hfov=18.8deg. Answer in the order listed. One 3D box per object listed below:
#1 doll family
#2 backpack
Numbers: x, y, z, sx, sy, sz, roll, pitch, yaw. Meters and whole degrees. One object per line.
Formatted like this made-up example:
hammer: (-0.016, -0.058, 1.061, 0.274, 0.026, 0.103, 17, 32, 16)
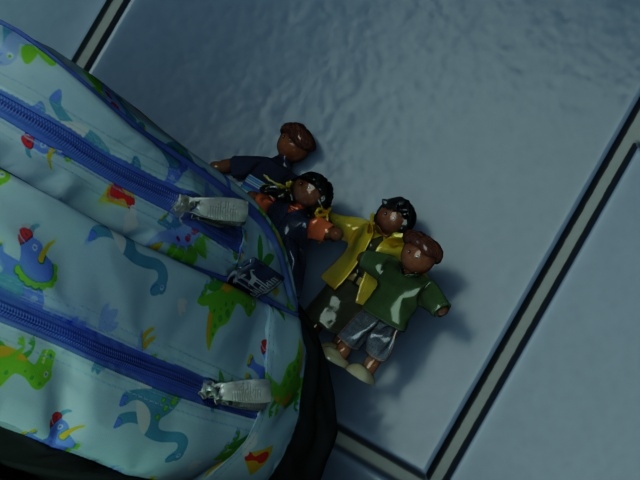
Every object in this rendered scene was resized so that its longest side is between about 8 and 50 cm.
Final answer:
doll family: (0.000, 0.000, 1.164, 0.193, 0.076, 0.111, 31, 92, 17)
backpack: (-0.172, 0.017, 1.007, 0.290, 0.355, 0.273, 24, 100, 32)
